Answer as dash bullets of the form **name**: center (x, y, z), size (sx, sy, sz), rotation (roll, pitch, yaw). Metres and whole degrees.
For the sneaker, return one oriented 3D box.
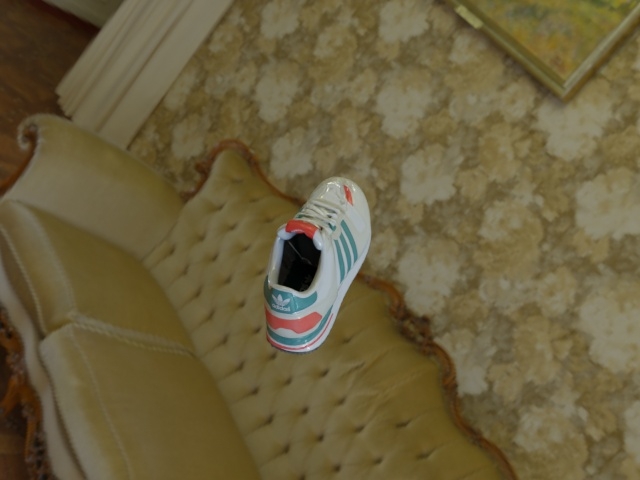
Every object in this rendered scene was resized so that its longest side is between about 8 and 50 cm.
- **sneaker**: center (0.000, 0.000, 0.598), size (0.057, 0.075, 0.161), rotation (12, 52, 14)
